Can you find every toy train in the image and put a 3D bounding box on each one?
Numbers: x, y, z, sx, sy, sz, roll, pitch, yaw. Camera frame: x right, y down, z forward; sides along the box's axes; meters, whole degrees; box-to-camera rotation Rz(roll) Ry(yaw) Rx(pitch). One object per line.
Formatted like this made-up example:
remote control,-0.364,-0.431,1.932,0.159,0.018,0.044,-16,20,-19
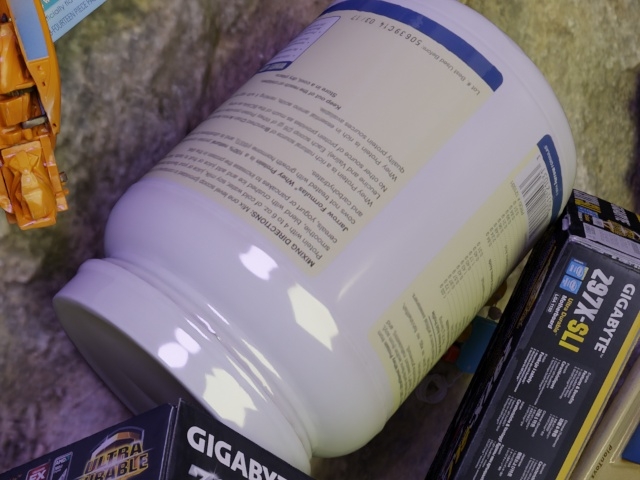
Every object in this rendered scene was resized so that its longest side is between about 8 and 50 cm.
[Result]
toy train,0.109,0.060,0.964,0.125,0.046,0.166,-20,118,-11

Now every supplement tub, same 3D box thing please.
supplement tub,0.000,0.000,0.748,0.325,0.235,0.235,-46,121,-23

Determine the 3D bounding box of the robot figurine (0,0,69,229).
robot figurine,-0.248,-0.135,0.605,0.211,0.085,0.291,-17,116,-14

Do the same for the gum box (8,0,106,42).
gum box,-0.201,-0.228,0.685,0.157,0.041,0.184,-46,121,-22

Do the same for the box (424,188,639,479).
box,0.159,0.128,0.840,0.079,0.257,0.322,24,104,5

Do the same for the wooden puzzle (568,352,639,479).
wooden puzzle,0.393,0.320,1.190,0.348,0.080,0.322,48,68,-32

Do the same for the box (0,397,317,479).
box,-0.094,0.234,0.688,0.293,0.295,0.073,38,39,-35
